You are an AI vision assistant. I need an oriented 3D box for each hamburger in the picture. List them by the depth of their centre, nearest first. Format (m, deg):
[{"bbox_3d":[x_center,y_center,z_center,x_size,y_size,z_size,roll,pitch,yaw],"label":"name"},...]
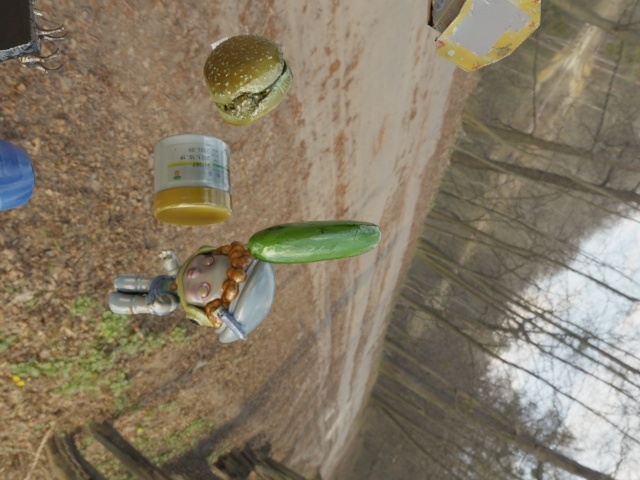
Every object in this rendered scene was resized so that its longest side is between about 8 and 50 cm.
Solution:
[{"bbox_3d":[-0.158,-0.351,1.075,0.189,0.215,0.122,-28,139,5],"label":"hamburger"}]

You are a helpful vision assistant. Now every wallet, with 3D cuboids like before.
[{"bbox_3d":[-0.488,-0.261,0.640,0.244,0.124,0.025,-17,162,-2],"label":"wallet"}]

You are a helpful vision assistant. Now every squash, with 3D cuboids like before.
[{"bbox_3d":[0.000,0.001,0.993,0.293,0.082,0.082,-5,134,-25],"label":"squash"}]

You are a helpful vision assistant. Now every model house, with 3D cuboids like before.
[{"bbox_3d":[0.351,-0.504,1.111,0.219,0.136,0.207,7,136,-33],"label":"model house"}]

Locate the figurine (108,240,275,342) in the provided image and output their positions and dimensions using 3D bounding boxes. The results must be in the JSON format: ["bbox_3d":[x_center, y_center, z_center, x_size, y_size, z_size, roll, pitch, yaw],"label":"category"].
[{"bbox_3d":[-0.286,0.109,1.167,0.205,0.382,0.224,74,30,-52],"label":"figurine"}]

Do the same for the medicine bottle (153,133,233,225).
[{"bbox_3d":[-0.393,-0.182,1.548,0.238,0.238,0.231,34,50,-73],"label":"medicine bottle"}]

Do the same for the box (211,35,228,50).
[{"bbox_3d":[-0.215,-0.429,1.272,0.051,0.129,0.130,-24,-179,5],"label":"box"}]

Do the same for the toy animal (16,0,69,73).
[{"bbox_3d":[-0.784,-0.569,1.336,0.094,0.186,0.214,-175,-87,-75],"label":"toy animal"}]

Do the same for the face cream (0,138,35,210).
[{"bbox_3d":[-0.567,-0.110,0.725,0.083,0.149,0.264,-38,159,25],"label":"face cream"}]
